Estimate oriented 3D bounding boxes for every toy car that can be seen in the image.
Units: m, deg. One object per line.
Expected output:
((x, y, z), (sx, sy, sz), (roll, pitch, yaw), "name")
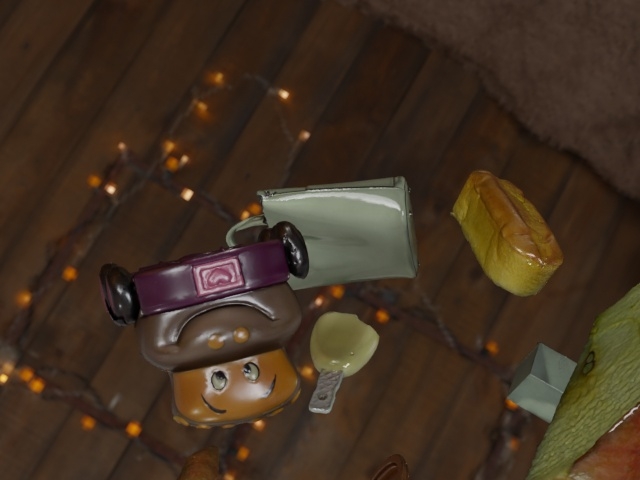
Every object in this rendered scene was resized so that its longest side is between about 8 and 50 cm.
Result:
((-0.141, 0.118, 1.672), (0.341, 0.271, 0.240), (175, 82, -79), "toy car")

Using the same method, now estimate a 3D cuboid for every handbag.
((0.000, 0.000, 2.028), (0.315, 0.109, 0.241), (-8, 138, 5), "handbag")

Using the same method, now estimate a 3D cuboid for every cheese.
((0.029, 0.225, 2.254), (0.127, 0.255, 0.050), (5, 126, 11), "cheese")

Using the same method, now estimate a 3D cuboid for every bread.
((0.275, -0.017, 1.824), (0.102, 0.094, 0.245), (15, -152, -21), "bread")

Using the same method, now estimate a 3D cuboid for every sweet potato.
((-0.172, 0.322, 1.642), (0.055, 0.058, 0.202), (37, -152, 5), "sweet potato")

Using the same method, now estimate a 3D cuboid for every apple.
((0.383, 0.195, 1.519), (0.179, 0.346, 0.254), (14, 137, 27), "apple")

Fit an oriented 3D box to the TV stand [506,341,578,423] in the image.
((0.455, 0.283, 2.088), (0.269, 0.083, 0.088), (30, 137, -3), "TV stand")

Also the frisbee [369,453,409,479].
((0.060, 0.409, 1.691), (0.021, 0.251, 0.251), (26, 164, -5), "frisbee")
